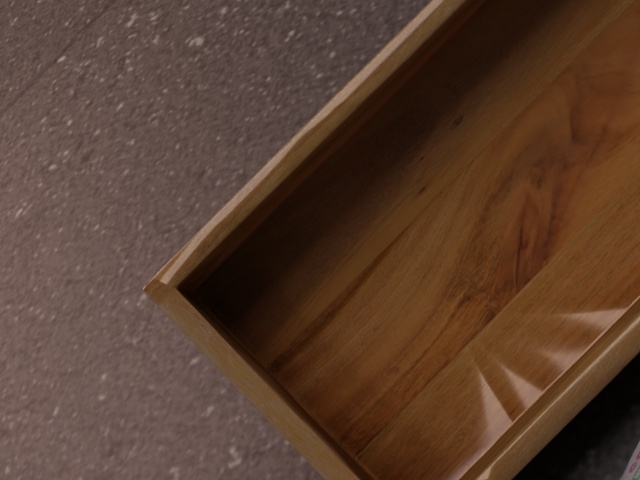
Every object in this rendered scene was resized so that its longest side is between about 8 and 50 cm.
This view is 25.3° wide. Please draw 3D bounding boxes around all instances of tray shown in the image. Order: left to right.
[{"bbox_3d":[0.125,-0.046,0.758,0.411,0.203,0.076,-45,-5,0],"label":"tray"}]

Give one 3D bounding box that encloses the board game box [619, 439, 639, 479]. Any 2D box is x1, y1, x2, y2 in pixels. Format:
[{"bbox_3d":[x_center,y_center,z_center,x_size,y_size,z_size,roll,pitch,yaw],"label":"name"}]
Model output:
[{"bbox_3d":[0.182,0.143,0.495,0.224,0.097,0.303,-57,8,-14],"label":"board game box"}]
